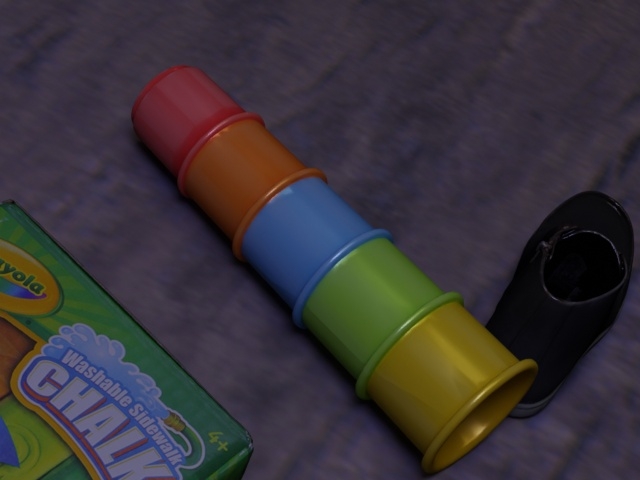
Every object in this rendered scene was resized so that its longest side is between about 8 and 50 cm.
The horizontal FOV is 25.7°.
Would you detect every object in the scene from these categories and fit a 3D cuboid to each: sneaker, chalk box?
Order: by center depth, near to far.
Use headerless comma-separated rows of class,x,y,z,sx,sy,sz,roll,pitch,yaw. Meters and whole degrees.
chalk box,-0.162,0.120,0.660,0.180,0.179,0.289,41,47,14
sneaker,0.182,0.015,0.949,0.083,0.118,0.222,31,45,5

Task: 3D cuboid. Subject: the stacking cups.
stacking cups,0.000,0.000,0.900,0.096,0.096,0.316,-25,63,-38
